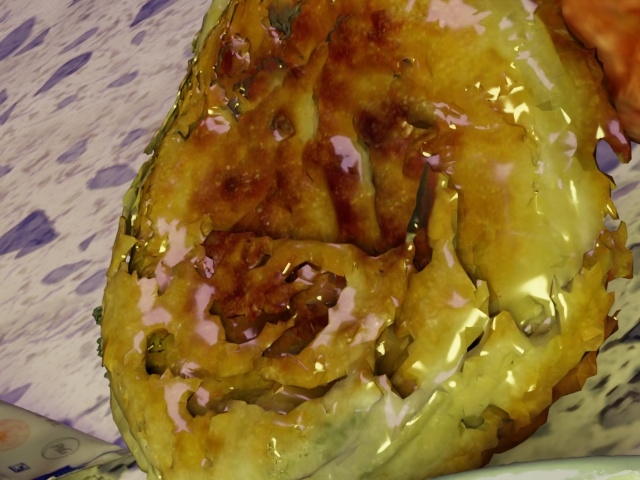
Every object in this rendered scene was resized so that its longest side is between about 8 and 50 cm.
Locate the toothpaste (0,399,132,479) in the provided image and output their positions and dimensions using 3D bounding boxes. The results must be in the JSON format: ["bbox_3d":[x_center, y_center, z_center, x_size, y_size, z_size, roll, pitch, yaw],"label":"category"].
[{"bbox_3d":[-0.226,0.105,1.043,0.100,0.066,0.323,-16,14,-34],"label":"toothpaste"}]

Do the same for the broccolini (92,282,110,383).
[{"bbox_3d":[-0.026,0.012,0.942,0.202,0.091,0.068,-38,-11,-19],"label":"broccolini"}]

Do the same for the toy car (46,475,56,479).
[{"bbox_3d":[-0.163,0.166,0.887,0.122,0.035,0.059,-33,29,-2],"label":"toy car"}]

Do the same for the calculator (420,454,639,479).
[{"bbox_3d":[0.049,0.138,0.541,0.141,0.045,0.246,-10,25,17],"label":"calculator"}]

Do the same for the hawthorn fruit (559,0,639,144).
[{"bbox_3d":[0.187,-0.157,0.754,0.242,0.242,0.272,-40,-10,-12],"label":"hawthorn fruit"}]

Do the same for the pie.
[{"bbox_3d":[0.001,0.000,0.792,0.308,0.085,0.308,-19,61,38],"label":"pie"}]
